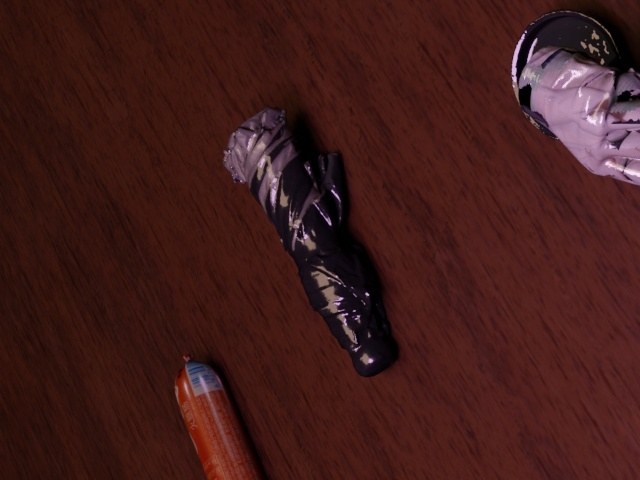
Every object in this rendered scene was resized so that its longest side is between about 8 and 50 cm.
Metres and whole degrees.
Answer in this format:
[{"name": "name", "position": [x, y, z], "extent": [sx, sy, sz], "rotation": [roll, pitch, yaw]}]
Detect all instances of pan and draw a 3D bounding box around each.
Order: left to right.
[{"name": "pan", "position": [0.294, -0.159, 1.854], "extent": [0.235, 0.028, 0.136], "rotation": [16, 111, 40]}]

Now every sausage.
[{"name": "sausage", "position": [-0.132, 0.263, 2.435], "extent": [0.083, 0.083, 0.264], "rotation": [-50, 55, 43]}]

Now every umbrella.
[{"name": "umbrella", "position": [0.000, 0.002, 2.228], "extent": [0.358, 0.106, 0.113], "rotation": [61, 147, 16]}]

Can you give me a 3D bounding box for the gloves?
[{"name": "gloves", "position": [0.296, -0.110, 1.775], "extent": [0.212, 0.111, 0.127], "rotation": [35, 127, 35]}]
